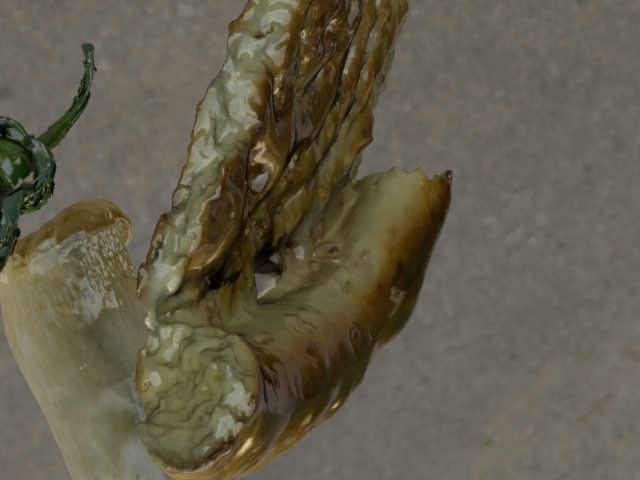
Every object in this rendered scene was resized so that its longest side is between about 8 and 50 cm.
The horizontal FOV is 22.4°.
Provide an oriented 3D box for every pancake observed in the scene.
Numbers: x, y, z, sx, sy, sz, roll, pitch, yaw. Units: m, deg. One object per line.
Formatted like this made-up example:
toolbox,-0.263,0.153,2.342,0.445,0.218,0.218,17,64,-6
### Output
pancake,0.000,0.000,0.596,0.056,0.257,0.212,13,154,16

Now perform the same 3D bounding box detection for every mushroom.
mushroom,-0.138,0.145,1.119,0.123,0.351,0.095,-16,169,6

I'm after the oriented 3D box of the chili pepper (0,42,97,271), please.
chili pepper,-0.196,-0.014,0.679,0.279,0.122,0.065,-11,164,-45
